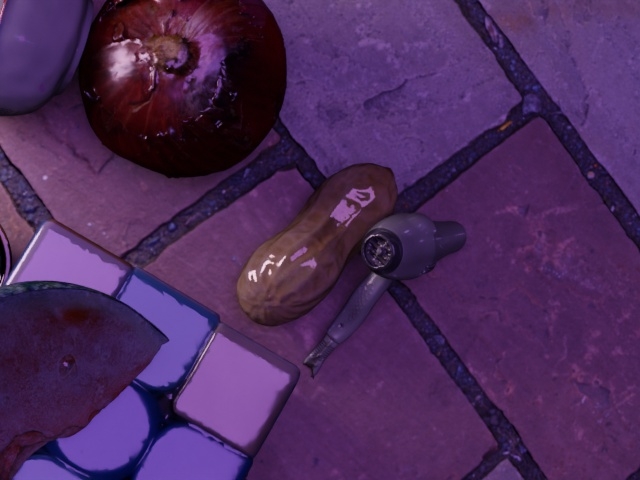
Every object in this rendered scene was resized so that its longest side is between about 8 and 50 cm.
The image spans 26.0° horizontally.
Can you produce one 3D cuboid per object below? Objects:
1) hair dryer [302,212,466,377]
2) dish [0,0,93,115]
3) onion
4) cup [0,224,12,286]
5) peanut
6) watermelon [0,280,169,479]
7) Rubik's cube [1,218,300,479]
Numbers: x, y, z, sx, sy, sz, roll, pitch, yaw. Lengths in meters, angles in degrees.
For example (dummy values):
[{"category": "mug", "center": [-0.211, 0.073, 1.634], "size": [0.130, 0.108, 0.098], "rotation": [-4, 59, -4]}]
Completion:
[{"category": "hair dryer", "center": [0.098, 0.053, 1.867], "size": [0.092, 0.267, 0.229], "rotation": [46, 42, 18]}, {"category": "dish", "center": [-0.363, -0.263, 1.748], "size": [0.117, 0.256, 0.256], "rotation": [17, 80, -21]}, {"category": "onion", "center": [-0.171, -0.216, 1.770], "size": [0.276, 0.276, 0.276], "rotation": [1, 83, -10]}, {"category": "cup", "center": [-0.491, 0.060, 1.708], "size": [0.239, 0.177, 0.166], "rotation": [-44, 93, -13]}, {"category": "peanut", "center": [0.000, 0.000, 1.833], "size": [0.111, 0.125, 0.274], "rotation": [43, 79, -8]}, {"category": "watermelon", "center": [-0.319, 0.151, 1.424], "size": [0.318, 0.148, 0.226], "rotation": [-15, 104, -25]}, {"category": "Rubik's cube", "center": [-0.268, 0.216, 1.647], "size": [0.344, 0.347, 0.346], "rotation": [31, 78, -5]}]
